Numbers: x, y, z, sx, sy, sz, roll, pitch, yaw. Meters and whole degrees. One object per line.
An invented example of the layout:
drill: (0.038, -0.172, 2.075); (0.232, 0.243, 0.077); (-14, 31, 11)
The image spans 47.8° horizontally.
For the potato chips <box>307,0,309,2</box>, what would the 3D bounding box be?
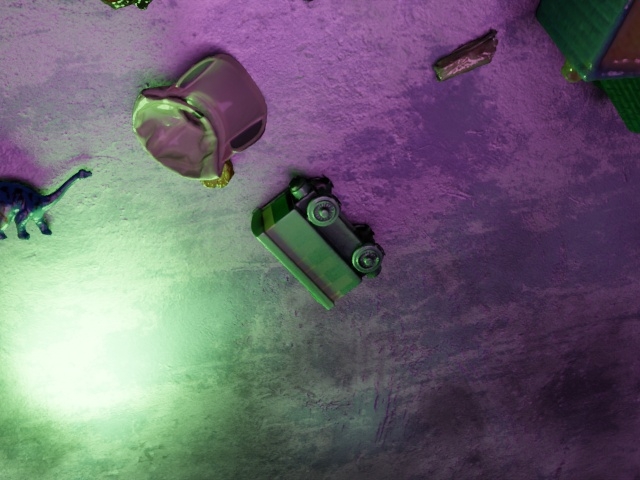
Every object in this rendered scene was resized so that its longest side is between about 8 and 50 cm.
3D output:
potato chips: (-0.071, -0.546, 1.292); (0.228, 0.059, 0.167); (21, 123, -21)

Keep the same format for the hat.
hat: (-0.236, -0.252, 1.420); (0.226, 0.164, 0.219); (-51, 119, -27)

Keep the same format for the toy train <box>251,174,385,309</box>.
toy train: (0.000, 0.000, 1.581); (0.202, 0.120, 0.301); (-36, 119, 12)

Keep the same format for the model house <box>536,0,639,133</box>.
model house: (0.620, -0.408, 1.380); (0.342, 0.335, 0.382); (-35, 125, 21)

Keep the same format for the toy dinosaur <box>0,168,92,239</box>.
toy dinosaur: (-0.620, -0.061, 1.451); (0.328, 0.076, 0.145); (-5, 113, -11)

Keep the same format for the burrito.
burrito: (0.300, -0.371, 1.473); (0.149, 0.041, 0.055); (-27, 107, 5)

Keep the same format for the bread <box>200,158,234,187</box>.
bread: (-0.218, -0.145, 1.498); (0.081, 0.046, 0.083); (-36, 122, 16)

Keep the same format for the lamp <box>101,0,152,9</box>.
lamp: (-0.367, -0.510, 1.186); (0.177, 0.177, 0.274); (-40, 119, 12)
